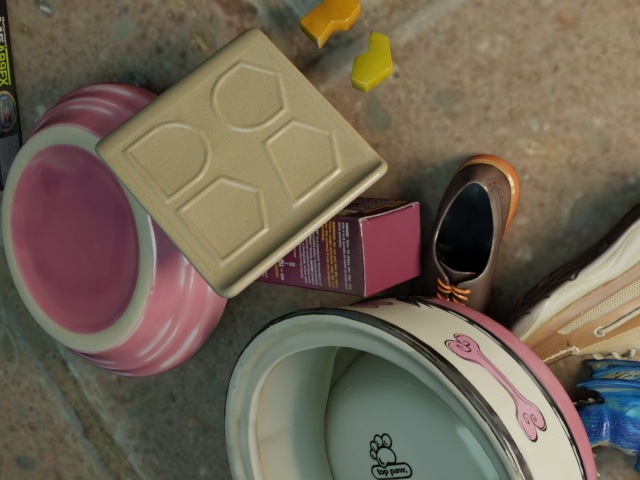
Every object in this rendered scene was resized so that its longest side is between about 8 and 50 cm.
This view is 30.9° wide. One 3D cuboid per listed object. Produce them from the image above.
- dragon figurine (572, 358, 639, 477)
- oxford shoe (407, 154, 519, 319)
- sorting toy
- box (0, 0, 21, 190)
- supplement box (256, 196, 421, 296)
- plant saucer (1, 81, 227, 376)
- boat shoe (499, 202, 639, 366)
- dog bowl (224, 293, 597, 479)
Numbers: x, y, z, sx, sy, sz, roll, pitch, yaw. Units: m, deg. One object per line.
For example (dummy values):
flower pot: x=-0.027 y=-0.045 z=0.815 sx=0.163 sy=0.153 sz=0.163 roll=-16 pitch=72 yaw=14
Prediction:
dragon figurine: x=0.304 y=0.170 z=1.182 sx=0.289 sy=0.085 sz=0.144 roll=10 pitch=106 yaw=18
oxford shoe: x=0.134 y=0.047 z=1.203 sx=0.096 sy=0.098 sz=0.272 roll=14 pitch=108 yaw=15
sorting toy: x=-0.044 y=-0.110 z=1.167 sx=0.307 sy=0.041 sz=0.229 roll=-39 pitch=70 yaw=-11
box: x=-0.471 y=-0.195 z=1.375 sx=0.216 sy=0.060 sz=0.270 roll=1 pitch=103 yaw=20
supplement box: x=0.000 y=0.000 z=1.206 sx=0.188 sy=0.104 sz=0.081 roll=7 pitch=105 yaw=38
plant saucer: x=-0.243 y=-0.006 z=1.277 sx=0.332 sy=0.084 sz=0.332 roll=9 pitch=105 yaw=37
boat shoe: x=0.285 y=0.068 z=1.148 sx=0.116 sy=0.123 sz=0.324 roll=48 pitch=115 yaw=0
dog bowl: x=0.095 y=0.236 z=1.164 sx=0.408 sy=0.150 sz=0.408 roll=21 pitch=122 yaw=38
